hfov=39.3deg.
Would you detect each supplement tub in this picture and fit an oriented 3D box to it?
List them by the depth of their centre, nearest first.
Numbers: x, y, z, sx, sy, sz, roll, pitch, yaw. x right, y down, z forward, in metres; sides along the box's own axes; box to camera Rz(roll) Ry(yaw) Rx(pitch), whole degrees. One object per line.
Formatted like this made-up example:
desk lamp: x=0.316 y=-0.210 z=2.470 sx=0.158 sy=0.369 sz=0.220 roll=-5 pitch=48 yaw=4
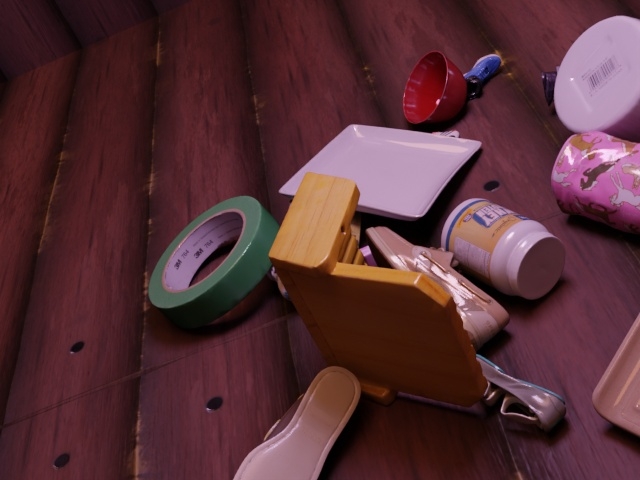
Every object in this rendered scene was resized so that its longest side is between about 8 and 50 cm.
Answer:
supplement tub: x=0.336 y=0.016 z=1.657 sx=0.144 sy=0.144 sz=0.199 roll=-39 pitch=37 yaw=-17

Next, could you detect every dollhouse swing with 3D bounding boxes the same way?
dollhouse swing: x=0.131 y=0.080 z=1.528 sx=0.305 sy=0.347 sz=0.315 roll=-6 pitch=40 yaw=27

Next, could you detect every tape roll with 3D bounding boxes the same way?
tape roll: x=-0.234 y=0.043 z=1.967 sx=0.321 sy=0.077 sz=0.321 roll=-30 pitch=32 yaw=21

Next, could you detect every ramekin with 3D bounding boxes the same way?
ramekin: x=0.600 y=-0.311 z=1.791 sx=0.277 sy=0.135 sz=0.277 roll=-33 pitch=50 yaw=50

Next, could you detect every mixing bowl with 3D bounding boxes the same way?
mixing bowl: x=0.290 y=-0.357 z=2.162 sx=0.181 sy=0.098 sz=0.181 roll=-37 pitch=47 yaw=52

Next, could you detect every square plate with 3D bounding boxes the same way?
square plate: x=0.139 y=-0.151 z=2.002 sx=0.347 sy=0.049 sz=0.344 roll=12 pitch=37 yaw=28

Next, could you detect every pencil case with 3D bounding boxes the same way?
pencil case: x=0.606 y=-0.094 z=1.618 sx=0.386 sy=0.160 sz=0.167 roll=19 pitch=55 yaw=45

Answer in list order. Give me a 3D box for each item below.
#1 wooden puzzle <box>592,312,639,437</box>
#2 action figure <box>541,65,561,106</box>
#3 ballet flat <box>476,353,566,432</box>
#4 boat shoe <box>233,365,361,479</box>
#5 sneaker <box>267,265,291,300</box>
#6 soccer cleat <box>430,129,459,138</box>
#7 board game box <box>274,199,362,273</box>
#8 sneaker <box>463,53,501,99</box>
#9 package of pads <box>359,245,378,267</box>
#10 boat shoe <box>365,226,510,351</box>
wooden puzzle: x=0.610 y=0.183 z=1.267 sx=0.348 sy=0.080 sz=0.322 roll=25 pitch=81 yaw=49
action figure: x=0.644 y=-0.373 z=2.005 sx=0.285 sy=0.099 sz=0.185 roll=-11 pitch=31 yaw=14
ballet flat: x=0.299 y=0.247 z=1.457 sx=0.068 sy=0.072 sz=0.213 roll=-50 pitch=40 yaw=-13
boat shoe: x=-0.047 y=0.357 z=1.509 sx=0.116 sy=0.097 sz=0.324 roll=35 pitch=63 yaw=6
sneaker: x=-0.077 y=0.061 z=1.918 sx=0.092 sy=0.087 sz=0.229 roll=-28 pitch=29 yaw=13
soccer cleat: x=0.286 y=-0.240 z=2.109 sx=0.083 sy=0.029 sz=0.035 roll=-10 pitch=34 yaw=14
board game box: x=0.000 y=0.000 z=1.884 sx=0.165 sy=0.042 sz=0.243 roll=9 pitch=32 yaw=1
sneaker: x=0.393 y=-0.400 z=2.215 sx=0.152 sy=0.058 sz=0.084 roll=-31 pitch=30 yaw=1
package of pads: x=0.127 y=0.026 z=1.854 sx=0.083 sy=0.050 sz=0.032 roll=-24 pitch=36 yaw=5
boat shoe: x=0.210 y=0.075 z=1.669 sx=0.110 sy=0.122 sz=0.341 roll=-35 pitch=53 yaw=-11
